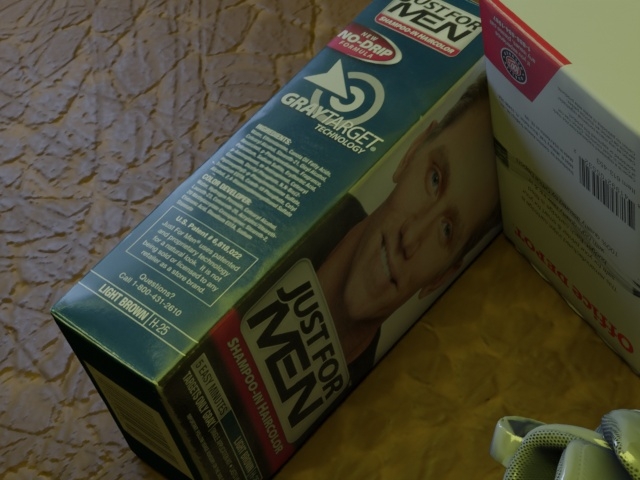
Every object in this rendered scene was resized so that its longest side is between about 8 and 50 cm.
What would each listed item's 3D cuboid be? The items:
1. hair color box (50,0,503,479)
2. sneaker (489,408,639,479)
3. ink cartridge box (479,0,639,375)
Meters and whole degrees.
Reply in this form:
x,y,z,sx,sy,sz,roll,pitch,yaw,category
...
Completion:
x,y,z,sx,sy,sz,roll,pitch,yaw,category
0.000,0.000,1.004,0.105,0.174,0.347,30,65,32,hair color box
0.196,0.211,0.700,0.137,0.210,0.366,-55,22,17,sneaker
0.195,-0.050,0.953,0.100,0.237,0.172,-29,50,-13,ink cartridge box
